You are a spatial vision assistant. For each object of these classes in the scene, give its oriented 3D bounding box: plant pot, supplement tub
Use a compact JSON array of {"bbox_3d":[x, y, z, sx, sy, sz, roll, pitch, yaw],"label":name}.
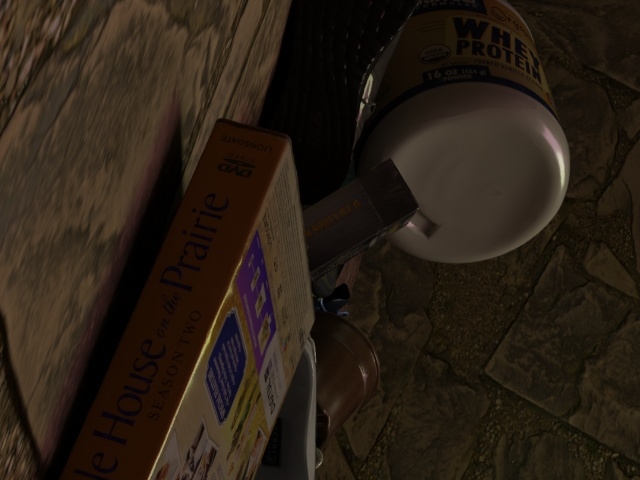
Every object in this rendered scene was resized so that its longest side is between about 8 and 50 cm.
[{"bbox_3d":[-0.023,0.204,2.185,0.165,0.167,0.167,-51,158,-58],"label":"plant pot"},{"bbox_3d":[0.141,-0.150,1.818,0.316,0.228,0.228,-97,-164,-51],"label":"supplement tub"}]

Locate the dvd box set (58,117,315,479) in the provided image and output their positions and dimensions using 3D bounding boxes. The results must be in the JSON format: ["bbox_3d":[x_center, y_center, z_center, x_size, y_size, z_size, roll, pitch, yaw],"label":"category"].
[{"bbox_3d":[-0.107,0.165,1.177,0.307,0.062,0.420,82,26,-62],"label":"dvd box set"}]

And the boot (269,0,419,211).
[{"bbox_3d":[0.015,-0.191,1.657,0.223,0.118,0.338,-134,-112,-89],"label":"boot"}]

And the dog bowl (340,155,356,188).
[{"bbox_3d":[0.038,-0.064,2.061,0.166,0.074,0.297,-38,168,-10],"label":"dog bowl"}]

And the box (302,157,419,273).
[{"bbox_3d":[0.000,0.000,1.562,0.183,0.056,0.231,-32,177,-1],"label":"box"}]

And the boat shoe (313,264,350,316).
[{"bbox_3d":[0.002,0.080,2.424,0.109,0.089,0.258,-67,171,-60],"label":"boat shoe"}]

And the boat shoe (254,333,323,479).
[{"bbox_3d":[-0.066,0.254,2.033,0.156,0.136,0.367,-71,166,-70],"label":"boat shoe"}]

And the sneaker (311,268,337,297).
[{"bbox_3d":[0.039,-0.037,2.264,0.111,0.121,0.300,-68,172,-53],"label":"sneaker"}]
